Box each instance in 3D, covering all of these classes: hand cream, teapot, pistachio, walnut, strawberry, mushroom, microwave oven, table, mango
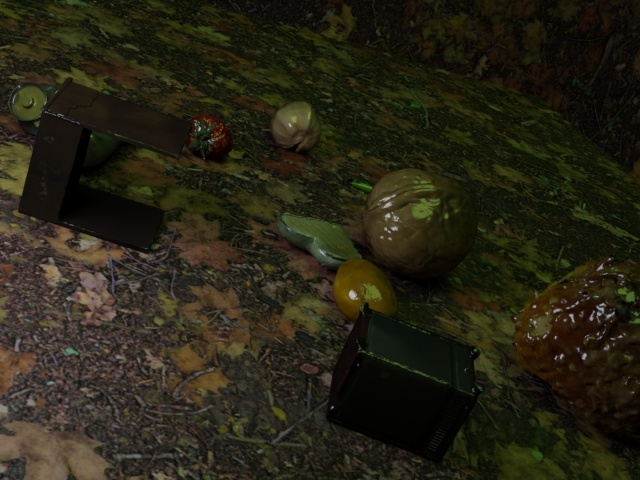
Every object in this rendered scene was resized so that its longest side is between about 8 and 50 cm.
[{"bbox_3d":[0.137,-0.155,2.465,0.122,0.023,0.036,22,30,5],"label":"hand cream"},{"bbox_3d":[-0.666,-0.301,1.982,0.165,0.130,0.119,62,4,10],"label":"teapot"},{"bbox_3d":[-0.076,-0.352,2.516,0.157,0.157,0.229,14,16,-17],"label":"pistachio"},{"bbox_3d":[0.244,-0.043,2.078,0.313,0.277,0.252,11,-9,-35],"label":"walnut"},{"bbox_3d":[-0.294,-0.282,2.245,0.131,0.131,0.148,32,36,16],"label":"strawberry"},{"bbox_3d":[-0.536,-0.278,2.020,0.122,0.159,0.328,-7,17,16],"label":"mushroom"},{"bbox_3d":[0.153,0.257,1.552,0.247,0.178,0.188,22,29,-3],"label":"microwave oven"},{"bbox_3d":[-0.448,-0.158,1.753,0.282,0.250,0.196,18,27,-9],"label":"table"},{"bbox_3d":[0.094,0.109,1.850,0.147,0.109,0.227,9,28,-19],"label":"mango"}]

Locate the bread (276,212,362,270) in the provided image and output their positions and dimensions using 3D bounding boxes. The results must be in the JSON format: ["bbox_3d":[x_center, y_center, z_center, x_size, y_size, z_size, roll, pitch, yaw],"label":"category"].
[{"bbox_3d":[0.000,0.000,2.024,0.232,0.064,0.172,31,27,11],"label":"bread"}]

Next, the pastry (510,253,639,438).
[{"bbox_3d":[0.647,0.218,1.845,0.405,0.337,0.292,40,23,29],"label":"pastry"}]
